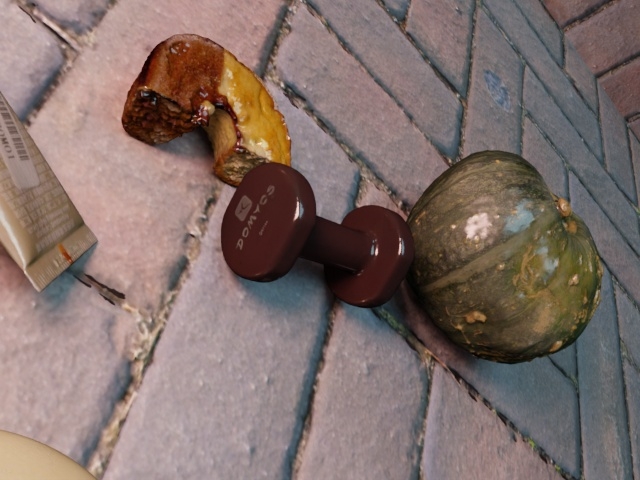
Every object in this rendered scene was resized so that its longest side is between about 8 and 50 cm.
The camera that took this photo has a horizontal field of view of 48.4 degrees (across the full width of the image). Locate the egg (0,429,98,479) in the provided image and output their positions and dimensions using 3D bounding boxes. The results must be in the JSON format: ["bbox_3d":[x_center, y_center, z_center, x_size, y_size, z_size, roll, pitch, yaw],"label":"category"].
[{"bbox_3d":[-0.203,0.236,0.452,0.186,0.186,0.241,-25,80,-53],"label":"egg"}]

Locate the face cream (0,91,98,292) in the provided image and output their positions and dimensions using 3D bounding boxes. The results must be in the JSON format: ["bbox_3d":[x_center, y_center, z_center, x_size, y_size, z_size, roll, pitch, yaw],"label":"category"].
[{"bbox_3d":[-0.316,-0.117,0.609,0.341,0.084,0.137,57,12,-14],"label":"face cream"}]

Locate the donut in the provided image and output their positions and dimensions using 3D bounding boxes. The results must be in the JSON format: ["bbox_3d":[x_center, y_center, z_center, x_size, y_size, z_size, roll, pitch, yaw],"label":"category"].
[{"bbox_3d":[-0.133,-0.151,0.840,0.217,0.085,0.141,30,49,-38],"label":"donut"}]

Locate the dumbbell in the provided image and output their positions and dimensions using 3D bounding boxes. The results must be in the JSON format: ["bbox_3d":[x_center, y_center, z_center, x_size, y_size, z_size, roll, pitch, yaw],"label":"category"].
[{"bbox_3d":[0.000,0.000,0.868,0.225,0.140,0.124,20,14,-44],"label":"dumbbell"}]

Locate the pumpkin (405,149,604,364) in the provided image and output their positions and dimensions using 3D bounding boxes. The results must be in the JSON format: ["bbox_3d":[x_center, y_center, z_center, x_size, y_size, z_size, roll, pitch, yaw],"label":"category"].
[{"bbox_3d":[0.275,0.036,1.078,0.327,0.257,0.291,51,26,-6],"label":"pumpkin"}]
